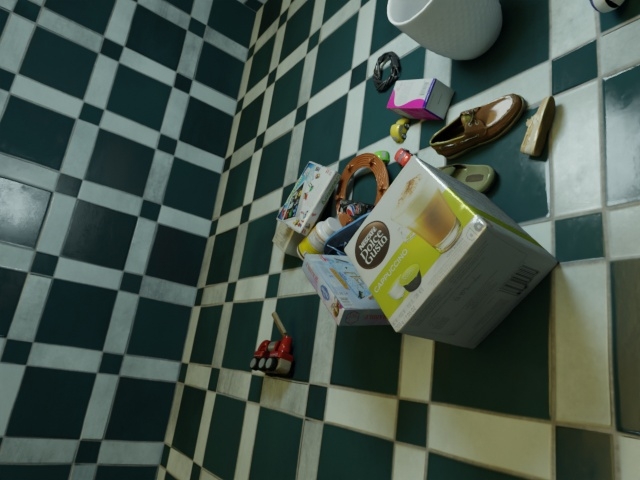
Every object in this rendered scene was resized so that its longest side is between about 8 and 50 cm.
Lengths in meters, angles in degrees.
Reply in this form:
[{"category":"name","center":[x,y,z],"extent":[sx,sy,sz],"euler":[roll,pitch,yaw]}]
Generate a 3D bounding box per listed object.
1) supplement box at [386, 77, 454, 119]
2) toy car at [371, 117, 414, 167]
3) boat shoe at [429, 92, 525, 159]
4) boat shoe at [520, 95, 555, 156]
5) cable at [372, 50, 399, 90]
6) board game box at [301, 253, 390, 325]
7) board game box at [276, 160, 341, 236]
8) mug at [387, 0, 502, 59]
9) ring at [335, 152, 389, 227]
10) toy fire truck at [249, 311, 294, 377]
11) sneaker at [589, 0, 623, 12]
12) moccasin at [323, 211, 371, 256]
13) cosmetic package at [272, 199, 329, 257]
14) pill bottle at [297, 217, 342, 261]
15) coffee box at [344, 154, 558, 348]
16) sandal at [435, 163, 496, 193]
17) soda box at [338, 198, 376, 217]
[{"category":"supplement box","center":[0.365,-0.520,1.687],"extent":[0.220,0.113,0.111],"euler":[28,98,56]},{"category":"toy car","center":[0.267,-0.348,1.800],"extent":[0.225,0.053,0.239],"euler":[-33,48,44]},{"category":"boat shoe","center":[0.483,-0.358,1.434],"extent":[0.307,0.104,0.111],"euler":[-36,46,42]},{"category":"boat shoe","center":[0.603,-0.321,1.276],"extent":[0.059,0.062,0.170],"euler":[20,92,52]},{"category":"cable","center":[0.283,-0.740,1.992],"extent":[0.150,0.047,0.185],"euler":[-44,43,43]},{"category":"board game box","center":[0.140,0.154,1.488],"extent":[0.319,0.317,0.066],"euler":[53,133,53]},{"category":"board game box","center":[-0.055,-0.187,2.002],"extent":[0.193,0.053,0.306],"euler":[31,91,47]},{"category":"mug","center":[0.419,-0.787,1.541],"extent":[0.276,0.327,0.374],"euler":[-53,36,25]},{"category":"ring","center":[0.156,-0.191,1.857],"extent":[0.336,0.032,0.337],"euler":[-13,74,55]},{"category":"toy fire truck","center":[-0.206,0.463,2.027],"extent":[0.217,0.158,0.247],"euler":[-20,47,52]},{"category":"sneaker","center":[0.716,-0.738,1.281],"extent":[0.236,0.130,0.323],"euler":[-14,67,64]},{"category":"moccasin","center":[0.121,0.010,1.749],"extent":[0.342,0.137,0.117],"euler":[-41,57,50]},{"category":"cosmetic package","center":[-0.097,-0.092,2.161],"extent":[0.160,0.113,0.310],"euler":[41,109,55]},{"category":"pill bottle","center":[0.000,0.000,1.962],"extent":[0.215,0.117,0.117],"euler":[-46,40,33]},{"category":"coffee box","center":[0.332,0.038,1.229],"extent":[0.338,0.338,0.334],"euler":[-55,40,22]},{"category":"sandal","center":[0.417,-0.201,1.470],"extent":[0.302,0.086,0.120],"euler":[-3,71,56]},{"category":"soda box","center":[0.141,-0.124,1.783],"extent":[0.168,0.060,0.054],"euler":[20,105,56]}]
